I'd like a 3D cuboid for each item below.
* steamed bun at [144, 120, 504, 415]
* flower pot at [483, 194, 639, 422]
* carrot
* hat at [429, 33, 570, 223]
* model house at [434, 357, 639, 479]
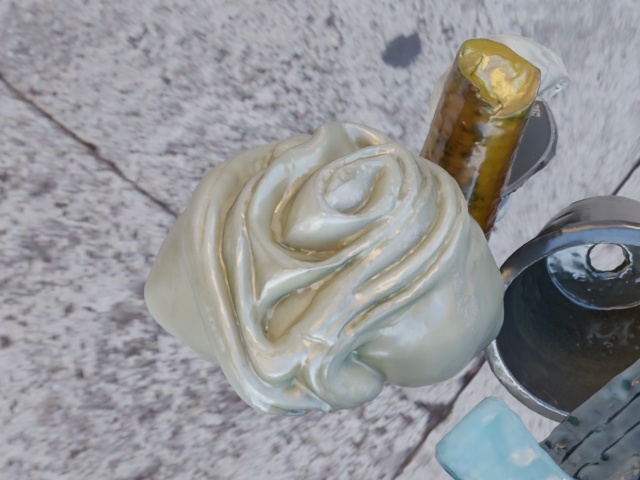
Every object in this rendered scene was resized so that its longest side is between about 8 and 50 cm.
[{"bbox_3d":[0.009,-0.003,1.406,0.309,0.324,0.219,-17,127,-27],"label":"steamed bun"},{"bbox_3d":[0.312,0.055,1.598,0.269,0.166,0.269,5,125,8],"label":"flower pot"},{"bbox_3d":[0.154,-0.067,1.626,0.114,0.114,0.302,23,122,9],"label":"carrot"},{"bbox_3d":[0.206,-0.129,1.836,0.161,0.232,0.275,18,74,2],"label":"hat"},{"bbox_3d":[0.179,0.101,0.512,0.261,0.226,0.241,-37,63,-4],"label":"model house"}]
